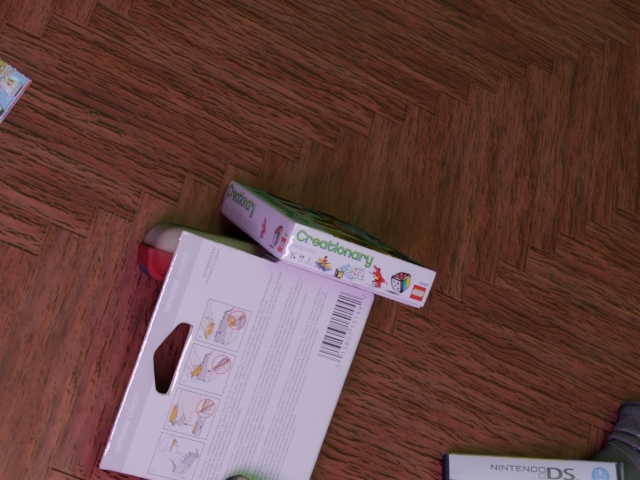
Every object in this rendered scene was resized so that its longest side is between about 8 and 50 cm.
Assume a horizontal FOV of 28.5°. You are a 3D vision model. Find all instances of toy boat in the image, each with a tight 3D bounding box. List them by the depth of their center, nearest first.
[{"bbox_3d":[-0.126,0.070,1.605,0.231,0.151,0.151,14,91,-23],"label":"toy boat"}]

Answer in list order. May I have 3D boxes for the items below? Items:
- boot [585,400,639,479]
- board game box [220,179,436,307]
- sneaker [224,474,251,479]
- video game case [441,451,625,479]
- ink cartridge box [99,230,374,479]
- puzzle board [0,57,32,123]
[{"bbox_3d":[0.522,0.401,1.808,0.338,0.118,0.223,51,52,2],"label":"boot"},{"bbox_3d":[0.000,0.000,1.609,0.193,0.305,0.053,19,95,-22],"label":"board game box"},{"bbox_3d":[0.032,0.416,1.521,0.410,0.158,0.182,48,43,-10],"label":"sneaker"},{"bbox_3d":[0.286,0.421,1.659,0.248,0.035,0.274,4,64,-5],"label":"video game case"},{"bbox_3d":[-0.103,0.159,1.511,0.261,0.066,0.296,20,90,-22],"label":"ink cartridge box"},{"bbox_3d":[-0.440,-0.191,1.611,0.096,0.011,0.128,34,55,-11],"label":"puzzle board"}]
